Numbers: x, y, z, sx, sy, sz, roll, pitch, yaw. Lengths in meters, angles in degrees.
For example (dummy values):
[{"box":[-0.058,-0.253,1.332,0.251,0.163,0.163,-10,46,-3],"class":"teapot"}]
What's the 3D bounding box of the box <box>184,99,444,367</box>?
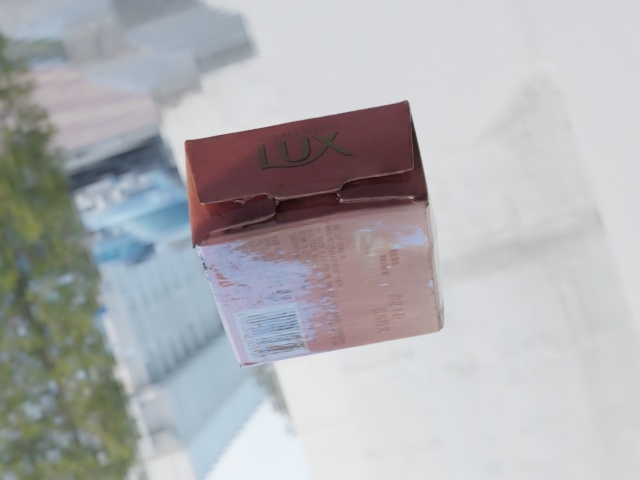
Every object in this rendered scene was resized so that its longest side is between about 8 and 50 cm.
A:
[{"box":[0.000,0.000,0.915,0.111,0.060,0.156,-9,154,0],"class":"box"}]
